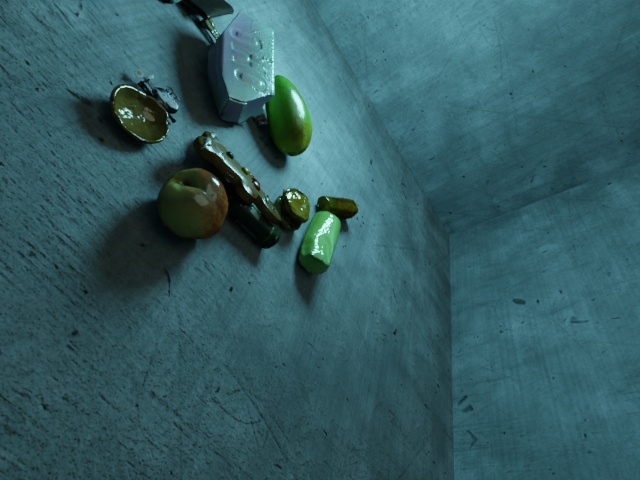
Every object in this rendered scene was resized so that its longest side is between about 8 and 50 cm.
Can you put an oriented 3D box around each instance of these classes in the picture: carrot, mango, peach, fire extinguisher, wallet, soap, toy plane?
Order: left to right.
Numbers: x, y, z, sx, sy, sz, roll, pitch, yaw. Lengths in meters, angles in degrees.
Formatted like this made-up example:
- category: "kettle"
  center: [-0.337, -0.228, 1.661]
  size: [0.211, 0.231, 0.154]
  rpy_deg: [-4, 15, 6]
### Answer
- category: "toy plane"
  center: [-0.551, -0.500, 1.412]
  size: [0.197, 0.053, 0.078]
  rpy_deg: [52, 41, -31]
- category: "peach"
  center: [-0.386, -0.097, 1.267]
  size: [0.232, 0.232, 0.233]
  rpy_deg: [38, 40, -40]
- category: "wallet"
  center: [-0.509, -1.071, 1.862]
  size: [0.165, 0.042, 0.310]
  rpy_deg: [39, 34, -12]
- category: "soap"
  center: [-0.329, -0.713, 1.731]
  size: [0.261, 0.156, 0.447]
  rpy_deg: [11, 68, -34]
- category: "fire extinguisher"
  center: [-0.275, -0.091, 1.526]
  size: [0.294, 0.093, 0.118]
  rpy_deg: [46, 9, -30]
- category: "mango"
  center: [-0.153, -0.584, 1.939]
  size: [0.225, 0.201, 0.382]
  rpy_deg: [-16, 94, -53]
- category: "carrot"
  center: [0.091, -0.171, 2.162]
  size: [0.301, 0.114, 0.114]
  rpy_deg: [1, 68, -54]

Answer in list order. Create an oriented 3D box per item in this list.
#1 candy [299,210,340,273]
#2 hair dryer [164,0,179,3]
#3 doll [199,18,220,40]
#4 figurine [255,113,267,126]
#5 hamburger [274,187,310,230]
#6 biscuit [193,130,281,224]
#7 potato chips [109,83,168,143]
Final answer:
- category: "candy"
  center: [0.000, 0.000, 1.862]
  size: [0.344, 0.131, 0.142]
  rpy_deg: [-72, 146, -50]
- category: "hair dryer"
  center: [-0.599, -1.117, 1.679]
  size: [0.229, 0.092, 0.267]
  rpy_deg: [-38, 103, -27]
- category: "doll"
  center: [-0.420, -0.856, 1.859]
  size: [0.286, 0.091, 0.203]
  rpy_deg: [36, 28, -41]
- category: "figurine"
  center: [-0.292, -0.584, 1.900]
  size: [0.072, 0.054, 0.129]
  rpy_deg: [-25, 99, -45]
- category: "hamburger"
  center: [-0.128, -0.139, 1.789]
  size: [0.177, 0.113, 0.186]
  rpy_deg: [-19, 78, -55]
- category: "biscuit"
  center: [-0.282, -0.232, 1.537]
  size: [0.432, 0.064, 0.283]
  rpy_deg: [48, 10, -21]
- category: "potato chips"
  center: [-0.568, -0.386, 1.288]
  size: [0.195, 0.061, 0.208]
  rpy_deg: [58, 29, -25]
